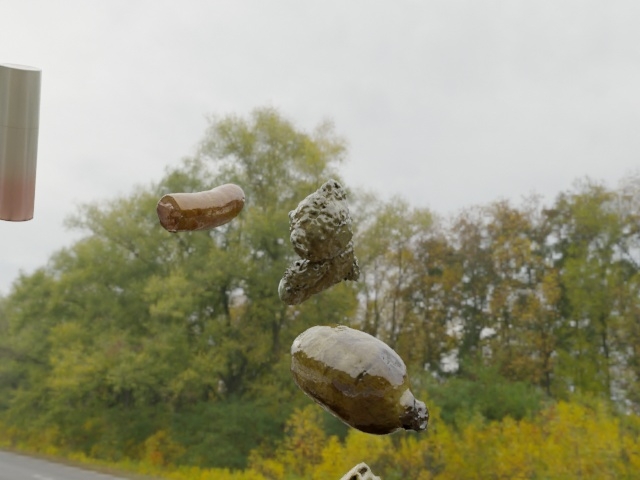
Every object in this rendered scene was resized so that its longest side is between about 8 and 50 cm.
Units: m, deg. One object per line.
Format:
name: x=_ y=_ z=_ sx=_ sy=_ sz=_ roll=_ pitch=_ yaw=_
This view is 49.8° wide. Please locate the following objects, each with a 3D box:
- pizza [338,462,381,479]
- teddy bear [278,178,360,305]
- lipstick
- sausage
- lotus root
pizza: x=0.007 y=0.629 z=1.074 sx=0.392 sy=0.435 sz=0.080 roll=-39 pitch=-45 yaw=20
teddy bear: x=0.000 y=0.000 z=1.483 sx=0.156 sy=0.267 sz=0.256 roll=14 pitch=-30 yaw=24
lipstick: x=-0.650 y=-0.207 z=1.474 sx=0.087 sy=0.327 sz=0.087 roll=9 pitch=17 yaw=-3
sausage: x=-0.284 y=-0.082 z=1.725 sx=0.108 sy=0.109 sz=0.270 roll=-7 pitch=8 yaw=33
lotus root: x=0.057 y=0.208 z=1.015 sx=0.260 sy=0.128 sz=0.145 roll=26 pitch=-25 yaw=46
